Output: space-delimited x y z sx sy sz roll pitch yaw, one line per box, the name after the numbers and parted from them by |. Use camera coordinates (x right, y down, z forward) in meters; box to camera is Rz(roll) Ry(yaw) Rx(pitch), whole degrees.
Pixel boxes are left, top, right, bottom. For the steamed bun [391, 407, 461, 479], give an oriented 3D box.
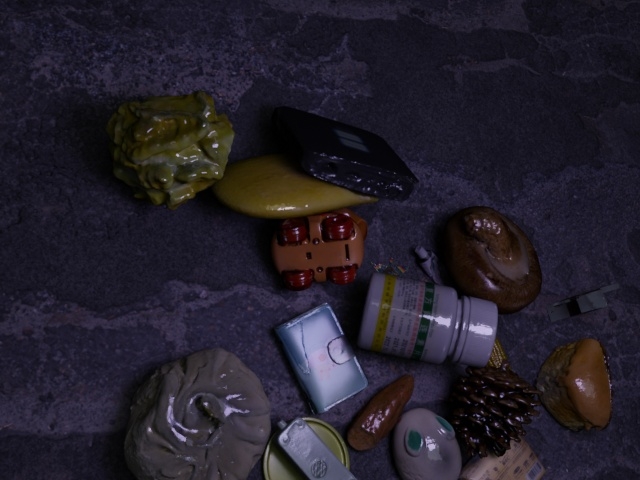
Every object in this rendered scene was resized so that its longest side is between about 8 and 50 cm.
0.285 0.555 1.851 0.177 0.130 0.228 -15 82 -22 | steamed bun

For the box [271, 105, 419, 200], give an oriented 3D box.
0.062 -0.242 1.903 0.358 0.091 0.350 14 26 -27 | box

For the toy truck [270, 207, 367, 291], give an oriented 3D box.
0.000 0.000 1.886 0.264 0.239 0.189 -6 114 0 | toy truck

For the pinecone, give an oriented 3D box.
0.450 0.442 1.878 0.243 0.243 0.257 40 104 -6 | pinecone

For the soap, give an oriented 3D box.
-0.075 -0.153 1.861 0.427 0.115 0.306 -12 37 -29 | soap

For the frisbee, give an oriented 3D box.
-0.035 0.569 1.784 0.235 0.017 0.236 6 72 -19 | frisbee

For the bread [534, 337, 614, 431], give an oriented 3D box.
0.737 0.417 2.028 0.162 0.204 0.262 4 70 -23 | bread

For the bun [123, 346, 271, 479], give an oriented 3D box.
-0.272 0.422 1.628 0.359 0.211 0.360 5 74 -19 | bun

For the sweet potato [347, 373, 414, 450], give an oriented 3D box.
0.169 0.450 1.857 0.251 0.097 0.097 -42 92 -24 | sweet potato

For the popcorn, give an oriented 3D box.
-0.362 -0.223 1.736 0.311 0.312 0.313 6 72 -20 | popcorn

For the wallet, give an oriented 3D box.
0.003 0.307 1.845 0.176 0.075 0.251 -24 85 -22 | wallet

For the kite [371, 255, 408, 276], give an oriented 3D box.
0.200 0.087 2.025 0.122 0.004 0.090 12 71 -18 | kite

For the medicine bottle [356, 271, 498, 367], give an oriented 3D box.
0.278 0.214 1.851 0.339 0.208 0.209 11 69 4 | medicine bottle

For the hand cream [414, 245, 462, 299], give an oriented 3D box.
0.369 0.102 2.063 0.257 0.050 0.084 37 65 -17 | hand cream

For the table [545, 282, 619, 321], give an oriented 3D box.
0.807 0.191 2.151 0.175 0.146 0.063 -11 78 -23 | table

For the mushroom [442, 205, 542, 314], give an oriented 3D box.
0.491 0.052 2.022 0.344 0.239 0.346 7 78 -35 | mushroom

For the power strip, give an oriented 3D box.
0.020 0.592 1.754 0.091 0.062 0.385 -42 93 -26 | power strip

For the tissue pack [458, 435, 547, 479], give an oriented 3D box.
0.495 0.645 1.927 0.222 0.090 0.186 -41 95 -25 | tissue pack

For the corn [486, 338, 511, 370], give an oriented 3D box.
0.501 0.352 2.024 0.080 0.080 0.238 -21 86 -25 | corn
